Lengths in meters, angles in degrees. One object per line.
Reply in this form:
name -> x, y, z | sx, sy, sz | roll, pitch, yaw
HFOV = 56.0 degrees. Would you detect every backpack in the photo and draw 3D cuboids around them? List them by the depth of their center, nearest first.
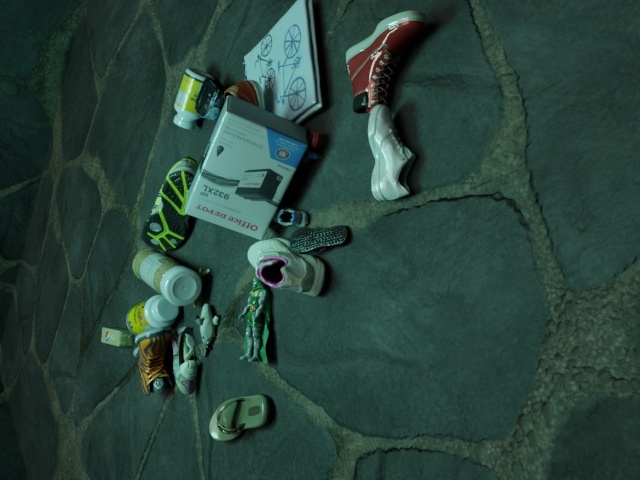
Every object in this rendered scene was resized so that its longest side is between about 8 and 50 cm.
backpack -> -0.336, -0.438, 1.898 | 0.114, 0.084, 0.105 | -59, 46, 20

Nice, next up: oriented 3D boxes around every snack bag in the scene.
snack bag -> -0.111, -0.446, 1.671 | 0.342, 0.037, 0.323 | -25, 68, 51

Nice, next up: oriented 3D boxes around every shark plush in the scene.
shark plush -> -0.346, 0.280, 1.872 | 0.067, 0.073, 0.161 | -152, 51, -67

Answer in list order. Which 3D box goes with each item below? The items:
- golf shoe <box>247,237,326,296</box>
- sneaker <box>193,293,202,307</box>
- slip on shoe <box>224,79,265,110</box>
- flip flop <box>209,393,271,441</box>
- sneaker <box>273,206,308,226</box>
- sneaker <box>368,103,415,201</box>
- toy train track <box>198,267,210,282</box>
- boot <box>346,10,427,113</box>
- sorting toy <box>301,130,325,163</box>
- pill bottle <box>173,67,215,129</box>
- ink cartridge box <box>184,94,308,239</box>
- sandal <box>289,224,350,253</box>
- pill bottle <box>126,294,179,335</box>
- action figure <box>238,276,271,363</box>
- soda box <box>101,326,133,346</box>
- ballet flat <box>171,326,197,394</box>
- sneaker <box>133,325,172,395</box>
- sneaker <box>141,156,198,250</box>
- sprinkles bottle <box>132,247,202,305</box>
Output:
golf shoe -> -0.119, 0.057, 1.544 | 0.306, 0.140, 0.115 | 18, 100, 51
sneaker -> -0.400, 0.178, 1.944 | 0.037, 0.032, 0.083 | -26, 56, 52
slip on shoe -> -0.206, -0.274, 1.674 | 0.123, 0.101, 0.331 | 15, 117, 48
flip flop -> -0.237, 0.492, 1.672 | 0.277, 0.080, 0.112 | -29, 64, 44
sneaker -> -0.091, -0.065, 1.587 | 0.135, 0.058, 0.052 | 5, 89, 50
sneaker -> 0.161, -0.194, 1.307 | 0.094, 0.080, 0.212 | -5, 88, 37
toy train track -> -0.382, 0.108, 1.940 | 0.083, 0.014, 0.048 | -26, 67, 45
boot -> 0.150, -0.377, 1.325 | 0.244, 0.088, 0.176 | -23, 68, 55
sorting toy -> -0.015, -0.231, 1.539 | 0.102, 0.042, 0.061 | 125, 149, -45
pill bottle -> -0.421, -0.466, 1.988 | 0.103, 0.103, 0.184 | 45, 119, 42
ink cartridge box -> -0.196, -0.183, 1.573 | 0.307, 0.223, 0.129 | -61, 19, 27
sandal -> 0.000, 0.000, 1.485 | 0.179, 0.040, 0.067 | -5, 70, 34
pill bottle -> -0.571, 0.255, 2.064 | 0.215, 0.117, 0.117 | -25, 67, 45
action figure -> -0.180, 0.214, 1.659 | 0.137, 0.063, 0.232 | -5, 78, 52
soda box -> -0.797, 0.377, 2.361 | 0.181, 0.058, 0.061 | -3, 83, 50
ballet flat -> -0.427, 0.376, 1.919 | 0.079, 0.077, 0.222 | -38, 54, 36
sneaker -> -0.539, 0.405, 2.001 | 0.180, 0.124, 0.321 | 68, 155, 19
sneaker -> -0.487, -0.113, 2.028 | 0.385, 0.145, 0.147 | -51, 19, 36
sprinkles bottle -> -0.513, 0.115, 1.985 | 0.355, 0.121, 0.121 | 18, 99, 55
